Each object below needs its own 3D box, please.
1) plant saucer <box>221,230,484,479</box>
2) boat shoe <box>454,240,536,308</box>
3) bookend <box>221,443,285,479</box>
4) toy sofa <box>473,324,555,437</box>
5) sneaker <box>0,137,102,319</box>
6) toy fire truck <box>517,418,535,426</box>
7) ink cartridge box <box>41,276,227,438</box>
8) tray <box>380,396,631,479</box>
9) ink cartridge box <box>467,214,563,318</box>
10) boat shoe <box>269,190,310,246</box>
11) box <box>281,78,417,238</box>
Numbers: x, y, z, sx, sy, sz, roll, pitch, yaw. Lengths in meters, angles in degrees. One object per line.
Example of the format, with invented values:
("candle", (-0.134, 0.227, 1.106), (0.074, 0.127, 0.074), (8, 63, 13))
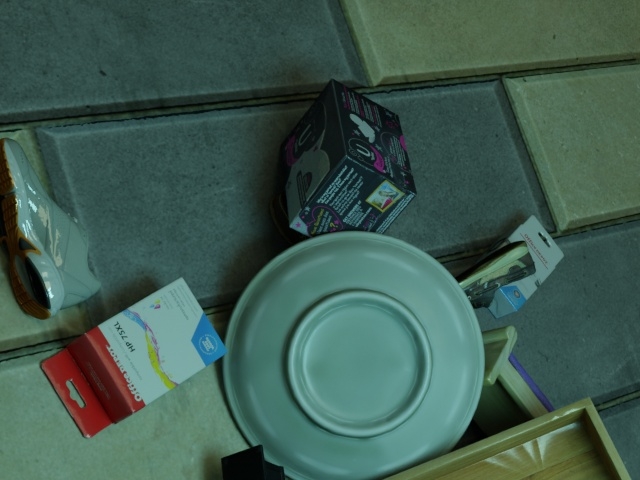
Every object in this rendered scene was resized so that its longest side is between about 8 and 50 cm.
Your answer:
("plant saucer", (0.053, 0.181, 1.863), (0.401, 0.100, 0.400), (0, 86, -3))
("boat shoe", (0.272, 0.082, 2.143), (0.224, 0.080, 0.073), (-32, 93, -10))
("bookend", (-0.064, 0.395, 1.806), (0.157, 0.072, 0.156), (35, 38, -51))
("toy sofa", (0.349, 0.295, 2.071), (0.362, 0.150, 0.177), (51, 50, -19))
("sneaker", (-0.396, -0.023, 1.781), (0.121, 0.099, 0.262), (-17, 89, -45))
("toy fire truck", (0.289, 0.453, 1.943), (0.254, 0.302, 0.169), (53, 13, 7))
("ink cartridge box", (-0.264, 0.167, 1.791), (0.231, 0.078, 0.134), (-32, 91, -38))
("tray", (0.244, 0.402, 1.817), (0.411, 0.076, 0.202), (-21, 63, -4))
("ink cartridge box", (0.351, 0.046, 2.265), (0.104, 0.060, 0.180), (52, 53, -4))
("boat shoe", (0.000, 0.000, 2.042), (0.207, 0.073, 0.073), (52, 53, -4))
("box", (0.037, -0.114, 2.000), (0.142, 0.163, 0.247), (28, 29, -22))
